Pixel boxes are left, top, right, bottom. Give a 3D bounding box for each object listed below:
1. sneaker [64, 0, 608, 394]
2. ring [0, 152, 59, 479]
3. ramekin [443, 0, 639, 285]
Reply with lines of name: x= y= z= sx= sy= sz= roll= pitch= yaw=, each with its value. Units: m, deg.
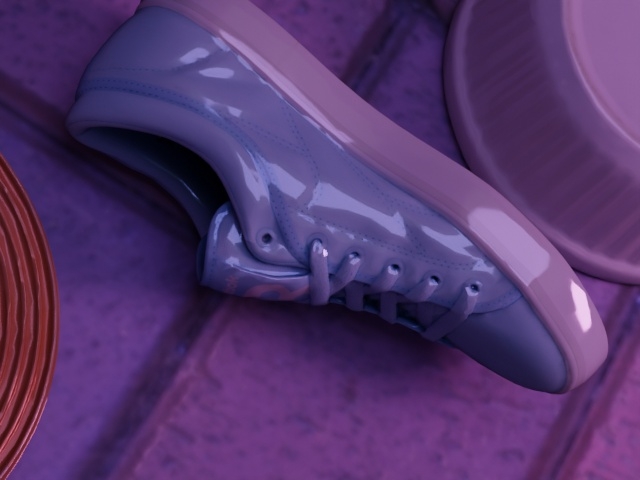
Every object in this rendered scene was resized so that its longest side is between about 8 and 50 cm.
sneaker: x=0.000 y=0.000 z=1.159 sx=0.366 sy=0.135 sz=0.150 roll=38 pitch=69 yaw=6
ring: x=-0.316 y=0.038 z=1.069 sx=0.336 sy=0.032 sz=0.337 roll=7 pitch=68 yaw=-18
ramekin: x=0.231 y=-0.114 z=1.280 sx=0.273 sy=0.127 sz=0.273 roll=7 pitch=68 yaw=-19
